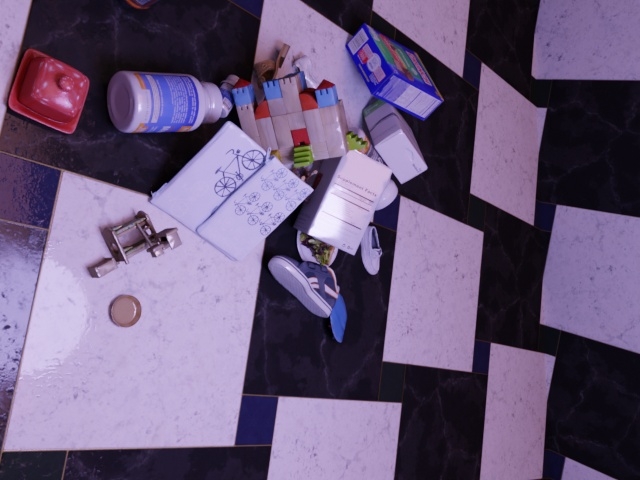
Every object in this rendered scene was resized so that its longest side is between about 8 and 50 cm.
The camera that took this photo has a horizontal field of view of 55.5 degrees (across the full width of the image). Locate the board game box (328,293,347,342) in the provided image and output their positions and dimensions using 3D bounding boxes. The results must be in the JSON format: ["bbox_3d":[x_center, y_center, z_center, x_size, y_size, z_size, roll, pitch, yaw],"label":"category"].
[{"bbox_3d":[0.048,0.262,2.081,0.168,0.033,0.133,-75,150,-46],"label":"board game box"}]

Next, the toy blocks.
[{"bbox_3d":[-0.080,-0.359,1.743,0.190,0.382,0.260,-58,139,-62],"label":"toy blocks"}]

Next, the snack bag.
[{"bbox_3d":[-0.237,-0.126,1.676,0.323,0.037,0.342,-42,127,10],"label":"snack bag"}]

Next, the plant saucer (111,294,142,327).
[{"bbox_3d":[-0.496,0.180,1.552,0.083,0.015,0.083,4,85,-45],"label":"plant saucer"}]

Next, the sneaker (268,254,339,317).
[{"bbox_3d":[-0.046,0.115,1.938,0.127,0.126,0.321,-61,139,-22],"label":"sneaker"}]

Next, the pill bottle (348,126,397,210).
[{"bbox_3d":[0.147,-0.244,2.122,0.278,0.162,0.162,49,56,-32],"label":"pill bottle"}]

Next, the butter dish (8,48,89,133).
[{"bbox_3d":[-0.602,-0.349,1.396,0.160,0.118,0.159,24,71,-42],"label":"butter dish"}]

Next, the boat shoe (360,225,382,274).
[{"bbox_3d":[0.192,0.035,2.224,0.066,0.063,0.184,-12,96,-45],"label":"boat shoe"}]

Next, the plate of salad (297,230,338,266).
[{"bbox_3d":[0.000,0.000,2.042,0.200,0.048,0.199,2,87,-45],"label":"plate of salad"}]

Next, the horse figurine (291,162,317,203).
[{"bbox_3d":[-0.042,-0.246,1.954,0.066,0.174,0.263,21,79,-17],"label":"horse figurine"}]

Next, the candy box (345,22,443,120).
[{"bbox_3d":[0.273,-0.609,2.217,0.317,0.122,0.268,11,47,-46],"label":"candy box"}]

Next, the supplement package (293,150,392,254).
[{"bbox_3d":[0.066,-0.130,1.917,0.175,0.177,0.292,24,90,-19],"label":"supplement package"}]

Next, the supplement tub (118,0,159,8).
[{"bbox_3d":[-0.435,-0.644,1.521,0.106,0.198,0.106,4,84,-46],"label":"supplement tub"}]

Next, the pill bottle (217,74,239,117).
[{"bbox_3d":[-0.274,-0.422,1.768,0.067,0.067,0.120,45,58,-35],"label":"pill bottle"}]

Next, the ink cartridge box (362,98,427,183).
[{"bbox_3d":[0.265,-0.365,2.186,0.198,0.115,0.272,47,21,-34],"label":"ink cartridge box"}]

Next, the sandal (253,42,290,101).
[{"bbox_3d":[-0.169,-0.531,1.893,0.079,0.088,0.240,24,60,-9],"label":"sandal"}]

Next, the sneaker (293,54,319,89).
[{"bbox_3d":[-0.047,-0.533,2.023,0.061,0.054,0.152,-32,109,-25],"label":"sneaker"}]

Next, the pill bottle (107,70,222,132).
[{"bbox_3d":[-0.395,-0.358,1.582,0.272,0.152,0.152,-11,96,-45],"label":"pill bottle"}]

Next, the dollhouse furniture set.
[{"bbox_3d":[-0.466,0.005,1.487,0.182,0.161,0.101,-35,113,-41],"label":"dollhouse furniture set"}]
